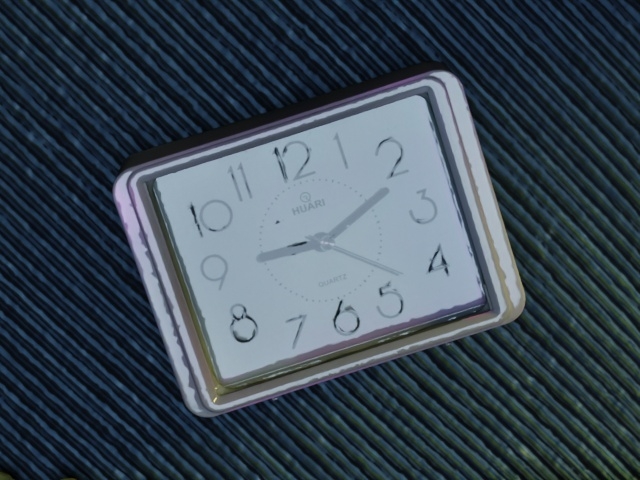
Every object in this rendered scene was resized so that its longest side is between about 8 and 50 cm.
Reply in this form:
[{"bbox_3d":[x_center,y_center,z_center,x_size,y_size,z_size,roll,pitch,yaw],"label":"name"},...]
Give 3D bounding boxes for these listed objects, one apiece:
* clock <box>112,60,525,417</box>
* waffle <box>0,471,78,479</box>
[{"bbox_3d":[0.000,0.000,0.831,0.197,0.063,0.150,-17,100,2],"label":"clock"},{"bbox_3d":[-0.130,0.266,0.882,0.261,0.056,0.250,25,100,-1],"label":"waffle"}]
